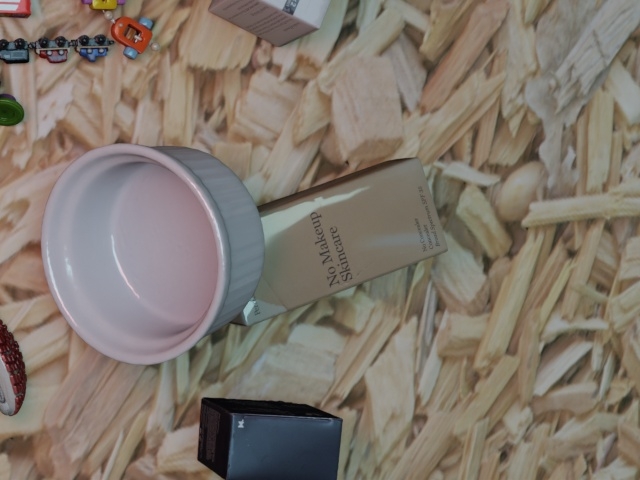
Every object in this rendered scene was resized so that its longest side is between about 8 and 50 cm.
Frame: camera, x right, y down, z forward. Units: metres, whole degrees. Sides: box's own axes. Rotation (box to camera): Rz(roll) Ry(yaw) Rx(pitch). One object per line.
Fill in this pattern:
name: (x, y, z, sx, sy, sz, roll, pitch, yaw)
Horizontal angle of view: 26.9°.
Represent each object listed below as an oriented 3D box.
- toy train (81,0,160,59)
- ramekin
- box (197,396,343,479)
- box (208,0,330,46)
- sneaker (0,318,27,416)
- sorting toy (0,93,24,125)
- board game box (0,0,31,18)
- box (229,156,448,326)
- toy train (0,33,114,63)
toy train: (-0.255, -0.332, 1.792, 0.125, 0.046, 0.166, 26, 80, -28)
ramekin: (-0.205, 0.008, 1.695, 0.135, 0.277, 0.277, -20, 99, -60)
box: (-0.071, 0.269, 1.800, 0.156, 0.158, 0.093, 6, 89, -19)
box: (-0.046, -0.373, 1.791, 0.119, 0.182, 0.180, 24, 82, -18)
sneaker: (-0.452, 0.129, 1.714, 0.093, 0.088, 0.225, -29, 100, 4)
sorting toy: (-0.430, -0.190, 1.730, 0.102, 0.061, 0.042, 19, 50, -26)
board game box: (-0.471, -0.362, 1.712, 0.194, 0.045, 0.146, -2, 91, -20)
box: (0.000, 0.000, 1.843, 0.311, 0.121, 0.148, -22, 97, -18)
toy train: (-0.350, -0.251, 1.765, 0.158, 0.027, 0.036, -6, 96, -19)
